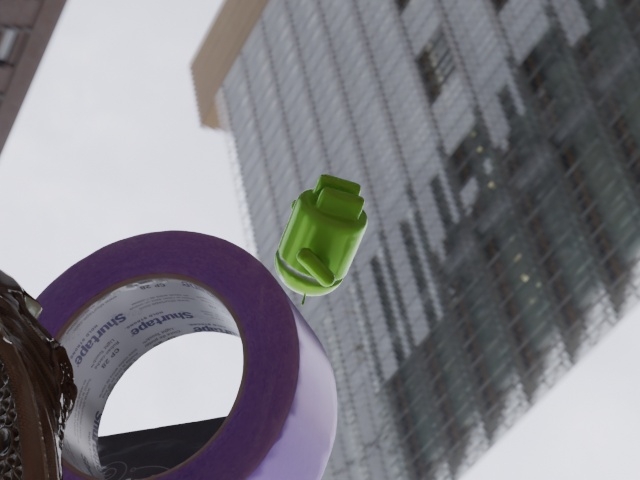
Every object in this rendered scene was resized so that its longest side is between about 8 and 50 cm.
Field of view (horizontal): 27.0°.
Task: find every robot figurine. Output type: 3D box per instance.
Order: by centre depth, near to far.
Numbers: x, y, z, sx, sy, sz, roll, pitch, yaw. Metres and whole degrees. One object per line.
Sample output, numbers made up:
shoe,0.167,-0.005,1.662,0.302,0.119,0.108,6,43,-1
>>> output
robot figurine,0.000,0.000,1.187,0.067,0.115,0.101,14,-151,-16

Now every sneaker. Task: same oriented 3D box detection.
sneaker,-0.140,0.072,0.629,0.071,0.066,0.188,22,-154,-40

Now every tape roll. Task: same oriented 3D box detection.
tape roll,-0.090,0.094,0.782,0.189,0.080,0.189,-8,-121,14

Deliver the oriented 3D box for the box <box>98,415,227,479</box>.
box,-0.067,0.278,0.975,0.143,0.165,0.270,-70,-37,-58
